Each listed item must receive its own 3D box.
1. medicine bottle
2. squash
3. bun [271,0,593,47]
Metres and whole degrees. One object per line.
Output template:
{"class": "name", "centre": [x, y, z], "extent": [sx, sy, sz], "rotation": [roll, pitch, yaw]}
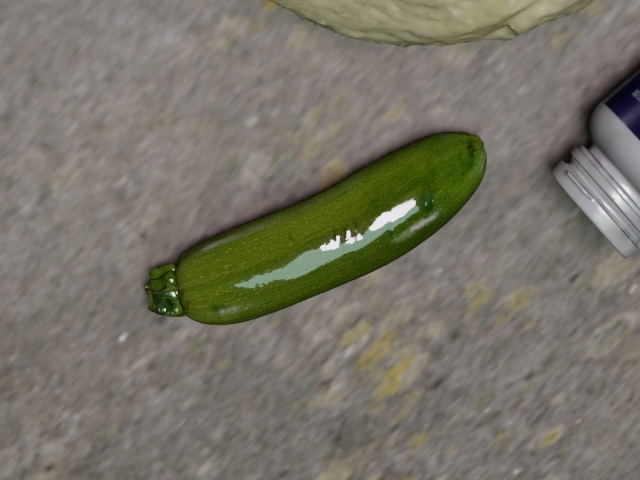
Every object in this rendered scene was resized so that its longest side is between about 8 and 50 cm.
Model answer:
{"class": "medicine bottle", "centre": [0.252, -0.078, 0.919], "extent": [0.191, 0.107, 0.107], "rotation": [-41, 112, 10]}
{"class": "squash", "centre": [0.000, 0.000, 0.942], "extent": [0.258, 0.069, 0.069], "rotation": [-26, 113, 4]}
{"class": "bun", "centre": [0.069, -0.270, 0.749], "extent": [0.349, 0.227, 0.352], "rotation": [-40, 113, 9]}
